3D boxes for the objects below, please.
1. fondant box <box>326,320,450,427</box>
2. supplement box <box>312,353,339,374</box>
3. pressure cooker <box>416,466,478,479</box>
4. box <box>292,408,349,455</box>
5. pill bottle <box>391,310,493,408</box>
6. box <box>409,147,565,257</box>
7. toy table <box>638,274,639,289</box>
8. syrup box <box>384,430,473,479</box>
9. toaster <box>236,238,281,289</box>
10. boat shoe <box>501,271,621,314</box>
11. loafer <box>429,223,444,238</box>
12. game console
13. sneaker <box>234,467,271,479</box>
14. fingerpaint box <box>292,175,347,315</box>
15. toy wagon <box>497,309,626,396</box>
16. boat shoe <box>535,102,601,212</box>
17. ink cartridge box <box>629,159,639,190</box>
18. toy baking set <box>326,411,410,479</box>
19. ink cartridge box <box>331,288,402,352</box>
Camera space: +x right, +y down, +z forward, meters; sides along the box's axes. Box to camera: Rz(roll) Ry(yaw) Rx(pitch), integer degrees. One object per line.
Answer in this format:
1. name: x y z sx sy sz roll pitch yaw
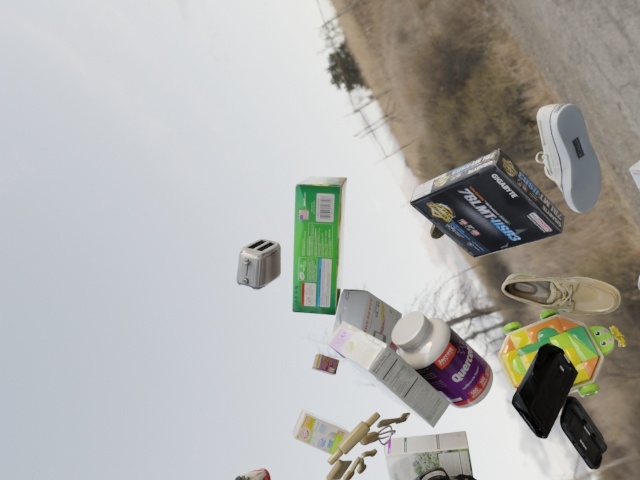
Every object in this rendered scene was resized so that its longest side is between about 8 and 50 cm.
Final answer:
1. fondant box: 0.200 0.396 1.605 0.330 0.096 0.238 46 166 -26
2. supplement box: 0.018 0.445 1.927 0.083 0.043 0.054 20 -115 -9
3. pressure cooker: 0.344 0.829 1.418 0.370 0.420 0.375 30 -122 -3
4. box: -0.002 0.787 2.199 0.203 0.114 0.103 26 170 -5
5. pill bottle: 0.371 0.362 1.654 0.323 0.182 0.181 42 -154 -19
6. box: 0.450 -0.086 1.468 0.296 0.293 0.073 37 -123 -23
7. toy table: 0.968 0.184 1.376 0.160 0.275 0.252 -64 -36 -31
8. syrup box: 0.306 0.619 1.533 0.096 0.237 0.093 -48 -53 -75
9. toaster: -0.231 0.087 2.099 0.227 0.129 0.146 -30 -50 -58
10. boat shoe: 0.666 0.151 1.501 0.098 0.303 0.109 -11 -73 -59
11. loafer: 0.451 -0.073 2.003 0.056 0.147 0.050 27 -178 -14
12. game console: 0.632 0.455 1.382 0.213 0.044 0.361 -47 -73 -29
13. sneaker: -0.227 0.798 1.617 0.107 0.278 0.118 43 -156 28
14. fingerpaint box: 0.000 0.000 1.951 0.371 0.163 0.443 -63 -25 -77
15. toy wagon: 0.702 0.326 1.563 0.068 0.345 0.267 46 -157 -50
16. boat shoe: 0.753 -0.257 1.683 0.367 0.136 0.156 59 172 -24
17. ink cartridge box: 0.835 -0.141 1.326 0.122 0.052 0.088 52 176 -17
18. toy baking set: 0.114 0.496 1.325 0.030 0.256 0.196 39 168 36
19. ink cartridge box: 0.194 0.350 2.157 0.306 0.131 0.225 36 -120 -48
